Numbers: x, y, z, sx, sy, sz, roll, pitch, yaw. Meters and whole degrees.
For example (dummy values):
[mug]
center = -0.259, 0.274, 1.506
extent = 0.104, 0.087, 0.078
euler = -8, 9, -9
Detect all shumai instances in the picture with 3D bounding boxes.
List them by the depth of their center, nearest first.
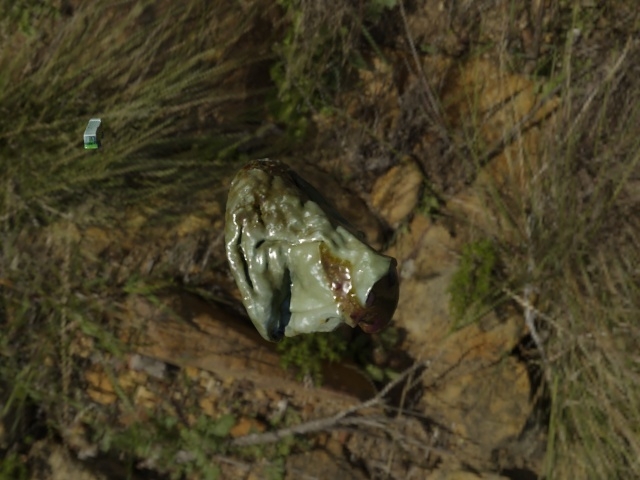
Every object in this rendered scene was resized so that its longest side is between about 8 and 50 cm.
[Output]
[shumai]
center = 0.000, 0.000, 1.177
extent = 0.204, 0.271, 0.222
euler = -16, 163, 15

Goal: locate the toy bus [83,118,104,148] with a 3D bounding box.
[toy bus]
center = -0.454, -0.212, 1.760
extent = 0.031, 0.083, 0.037
euler = -2, 119, -3
